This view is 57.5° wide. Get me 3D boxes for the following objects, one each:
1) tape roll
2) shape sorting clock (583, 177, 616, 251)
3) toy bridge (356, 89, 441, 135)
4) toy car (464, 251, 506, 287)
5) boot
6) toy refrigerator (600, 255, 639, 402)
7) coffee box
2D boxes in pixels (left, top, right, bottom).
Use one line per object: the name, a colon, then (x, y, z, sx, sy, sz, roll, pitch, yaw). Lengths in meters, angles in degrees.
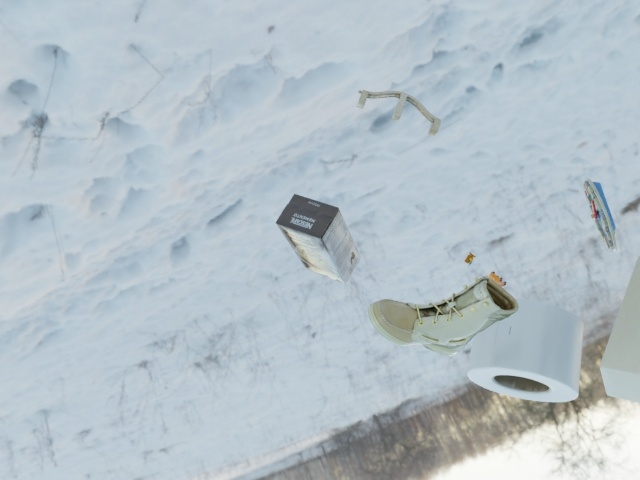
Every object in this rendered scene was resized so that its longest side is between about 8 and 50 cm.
tape roll: (0.481, 0.260, 1.370, 0.245, 0.169, 0.246, 14, 156, 7)
shape sorting clock: (0.741, -0.068, 1.550, 0.040, 0.206, 0.206, -16, 165, 20)
toy bridge: (0.169, -0.286, 1.249, 0.188, 0.063, 0.026, 21, 161, -3)
toy car: (0.435, 0.087, 1.552, 0.041, 0.122, 0.060, -50, 155, 5)
boot: (0.247, 0.139, 1.169, 0.261, 0.095, 0.203, 23, 134, -28)
toy refrigerator: (0.590, 0.156, 1.031, 0.102, 0.094, 0.270, 5, -134, 41)
coffee box: (0.000, 0.000, 1.833, 0.119, 0.168, 0.297, -59, 149, -20)
